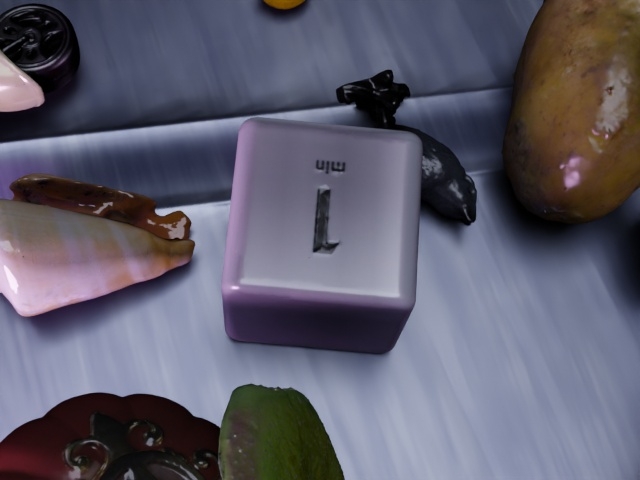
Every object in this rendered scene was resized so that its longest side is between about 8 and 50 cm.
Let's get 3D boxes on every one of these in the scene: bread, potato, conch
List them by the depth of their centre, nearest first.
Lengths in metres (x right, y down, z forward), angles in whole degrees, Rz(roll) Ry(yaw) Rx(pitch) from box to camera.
[{"bbox_3d":[-0.014,0.271,0.981,0.045,0.301,0.301,-19,70,16],"label":"bread"},{"bbox_3d":[-0.274,0.018,1.161,0.255,0.127,0.158,9,37,-23],"label":"conch"},{"bbox_3d":[0.308,-0.146,1.197,0.229,0.229,0.266,27,66,6],"label":"potato"}]

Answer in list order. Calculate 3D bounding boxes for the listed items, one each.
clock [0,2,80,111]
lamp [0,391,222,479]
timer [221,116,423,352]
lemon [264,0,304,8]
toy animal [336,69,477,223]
[{"bbox_3d":[-0.498,-0.205,1.221,0.379,0.120,0.276,21,66,9],"label":"clock"},{"bbox_3d":[-0.184,0.289,0.965,0.303,0.257,0.303,13,53,-19],"label":"lamp"},{"bbox_3d":[0.000,0.000,1.128,0.194,0.192,0.194,5,69,-2],"label":"timer"},{"bbox_3d":[-0.042,-0.323,1.317,0.083,0.062,0.062,-24,73,-10],"label":"lemon"},{"bbox_3d":[0.095,-0.090,1.226,0.117,0.121,0.210,-33,81,5],"label":"toy animal"}]
